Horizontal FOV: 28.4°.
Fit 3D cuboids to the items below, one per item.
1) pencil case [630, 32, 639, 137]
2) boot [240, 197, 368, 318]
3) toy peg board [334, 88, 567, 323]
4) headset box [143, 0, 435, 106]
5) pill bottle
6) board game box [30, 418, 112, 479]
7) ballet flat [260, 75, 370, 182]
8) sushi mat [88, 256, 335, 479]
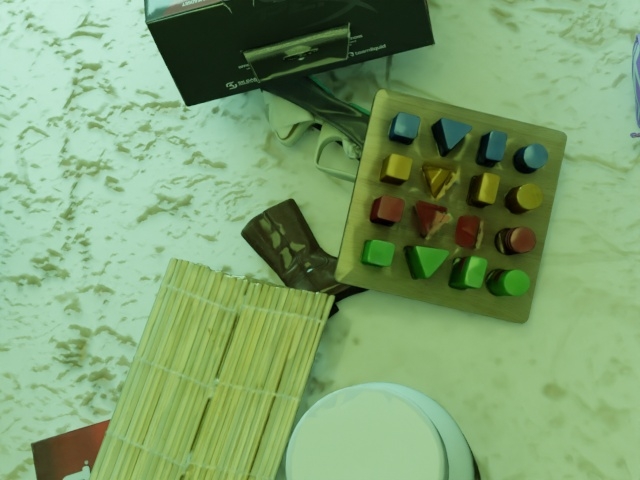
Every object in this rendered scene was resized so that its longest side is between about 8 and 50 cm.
[{"bbox_3d":[0.353,-0.133,1.015,0.206,0.086,0.088,-3,97,11],"label":"pencil case"},{"bbox_3d":[0.000,0.000,1.066,0.106,0.037,0.114,-34,67,-3],"label":"boot"},{"bbox_3d":[0.108,-0.028,0.994,0.161,0.079,0.160,13,88,-4],"label":"toy peg board"},{"bbox_3d":[-0.035,-0.253,1.060,0.218,0.110,0.293,-14,54,6],"label":"headset box"},{"bbox_3d":[0.046,0.171,0.904,0.131,0.229,0.131,-3,74,9],"label":"pill bottle"},{"bbox_3d":[-0.139,0.277,1.007,0.145,0.027,0.281,-18,69,8],"label":"board game box"},{"bbox_3d":[0.003,-0.099,1.075,0.203,0.074,0.074,35,83,15],"label":"ballet flat"},{"bbox_3d":[-0.105,0.173,1.007,0.151,0.019,0.316,15,77,16],"label":"sushi mat"}]
